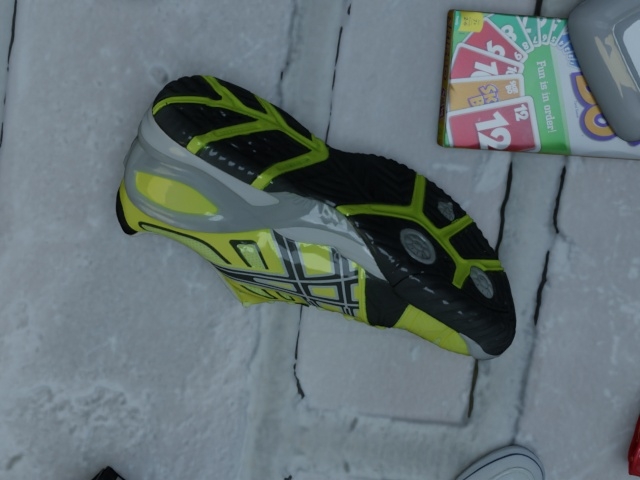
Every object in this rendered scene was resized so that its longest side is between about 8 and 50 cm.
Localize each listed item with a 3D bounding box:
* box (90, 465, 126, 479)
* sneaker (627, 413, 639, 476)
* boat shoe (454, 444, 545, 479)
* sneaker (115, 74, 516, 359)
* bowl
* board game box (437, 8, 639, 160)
[{"bbox_3d":[-0.158,0.451,1.530,0.395,0.097,0.318,43,95,-4],"label":"box"},{"bbox_3d":[0.357,0.232,1.583,0.128,0.087,0.221,-14,88,5],"label":"sneaker"},{"bbox_3d":[0.129,0.289,1.559,0.083,0.076,0.226,40,93,-10],"label":"boat shoe"},{"bbox_3d":[0.000,0.000,1.493,0.385,0.145,0.147,31,125,-12],"label":"sneaker"},{"bbox_3d":[0.304,-0.169,1.489,0.142,0.053,0.142,-27,97,-4],"label":"bowl"},{"bbox_3d":[0.240,-0.137,1.530,0.259,0.039,0.124,3,98,-9],"label":"board game box"}]
